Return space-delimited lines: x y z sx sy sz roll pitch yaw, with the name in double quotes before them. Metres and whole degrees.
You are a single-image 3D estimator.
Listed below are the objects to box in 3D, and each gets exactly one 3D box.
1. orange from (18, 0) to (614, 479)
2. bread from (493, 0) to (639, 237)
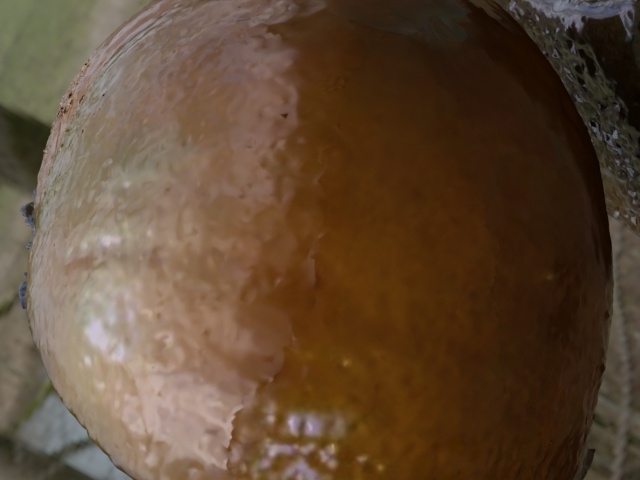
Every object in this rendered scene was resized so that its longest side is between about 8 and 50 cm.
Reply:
"orange" 0.004 0.000 0.820 0.274 0.274 0.310 -35 42 59
"bread" 0.150 -0.118 1.050 0.113 0.165 0.416 -30 24 -4
